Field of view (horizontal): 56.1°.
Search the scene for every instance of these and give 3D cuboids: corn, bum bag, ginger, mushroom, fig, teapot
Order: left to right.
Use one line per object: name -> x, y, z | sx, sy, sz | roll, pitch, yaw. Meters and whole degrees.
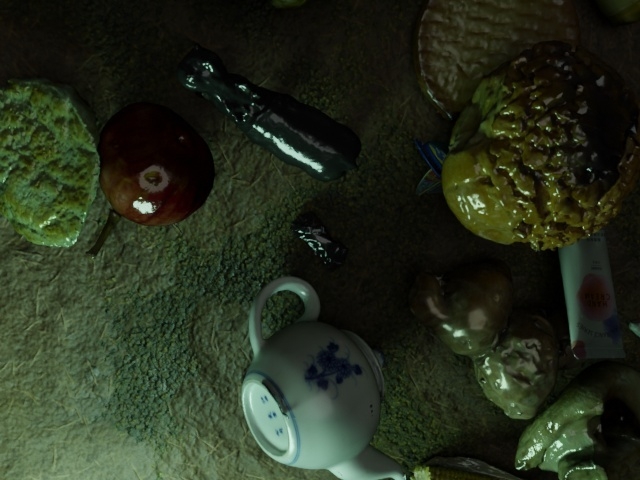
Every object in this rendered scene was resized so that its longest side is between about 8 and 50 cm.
fig -> -0.298, -0.102, 1.018 | 0.249, 0.186, 0.204 | -37, 79, 40
bum bag -> 0.000, 0.000, 1.117 | 0.058, 0.034, 0.124 | -41, 100, 10
teapot -> 0.011, 0.256, 1.068 | 0.280, 0.252, 0.424 | -20, 76, -36
corn -> 0.316, 0.521, 1.197 | 0.305, 0.122, 0.123 | 15, 123, -6
ginger -> 0.329, 0.163, 1.118 | 0.375, 0.176, 0.256 | 33, 76, -8
mushroom -> 0.480, 0.338, 1.126 | 0.292, 0.217, 0.212 | -27, 99, -39

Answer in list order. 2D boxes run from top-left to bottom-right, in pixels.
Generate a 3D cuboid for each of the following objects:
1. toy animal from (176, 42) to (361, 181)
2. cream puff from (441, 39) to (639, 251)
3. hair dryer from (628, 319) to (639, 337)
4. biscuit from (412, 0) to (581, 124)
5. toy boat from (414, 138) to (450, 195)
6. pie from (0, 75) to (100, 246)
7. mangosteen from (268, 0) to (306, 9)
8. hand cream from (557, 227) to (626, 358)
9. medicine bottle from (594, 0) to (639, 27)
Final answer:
toy animal -> -0.086, -0.206, 1.006 | 0.343, 0.168, 0.106 | 27, 97, -24
cream puff -> 0.373, -0.150, 0.980 | 0.343, 0.231, 0.327 | -27, 99, -18
hair dryer -> 0.684, 0.201, 1.221 | 0.137, 0.047, 0.082 | 38, 92, -3
biscuit -> 0.320, -0.354, 1.096 | 0.317, 0.040, 0.318 | -1, 100, -8
toy boat -> 0.221, -0.112, 1.109 | 0.110, 0.091, 0.175 | -37, 98, 28
pie -> -0.454, -0.128, 0.979 | 0.257, 0.105, 0.275 | 4, 100, 25
mangosteen -> -0.081, -0.504, 0.907 | 0.307, 0.307, 0.347 | -45, 117, 2
hand cream -> 0.490, 0.045, 1.105 | 0.124, 0.078, 0.341 | 4, 72, -23
medicine bottle -> 0.514, -0.495, 1.058 | 0.124, 0.124, 0.239 | -39, 101, 1
